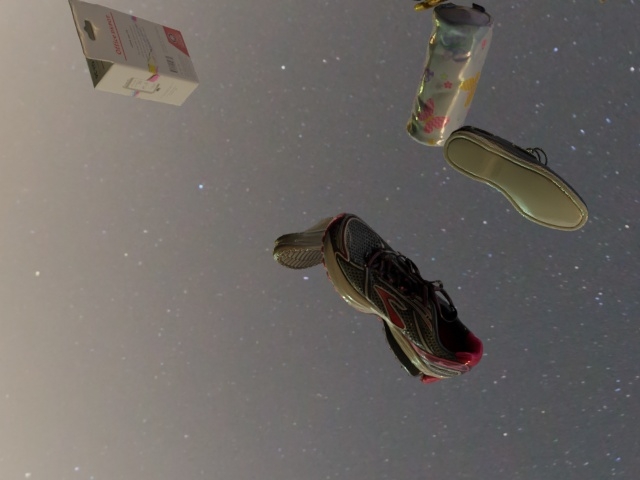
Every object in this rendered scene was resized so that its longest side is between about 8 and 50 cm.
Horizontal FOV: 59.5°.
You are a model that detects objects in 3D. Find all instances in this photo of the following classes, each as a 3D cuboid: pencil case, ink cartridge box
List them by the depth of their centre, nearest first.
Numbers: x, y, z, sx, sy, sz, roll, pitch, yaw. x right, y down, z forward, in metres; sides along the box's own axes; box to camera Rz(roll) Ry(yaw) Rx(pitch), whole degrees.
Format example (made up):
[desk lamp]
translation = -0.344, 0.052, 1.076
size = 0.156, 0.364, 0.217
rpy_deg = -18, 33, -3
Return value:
[ink cartridge box]
translation = -0.303, -0.293, 0.888
size = 0.067, 0.198, 0.115
rpy_deg = -34, -111, 35
[pencil case]
translation = 0.249, -0.324, 1.116
size = 0.124, 0.113, 0.273
rpy_deg = 31, -46, 27

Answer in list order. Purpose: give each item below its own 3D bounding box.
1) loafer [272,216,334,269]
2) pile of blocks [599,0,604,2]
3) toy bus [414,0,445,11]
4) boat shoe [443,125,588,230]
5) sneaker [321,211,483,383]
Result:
[loafer]
translation = 0.000, 0.000, 1.270
size = 0.102, 0.268, 0.092
rpy_deg = -44, -121, 43
[pile of blocks]
translation = 0.514, -0.614, 0.973
size = 0.148, 0.112, 0.363
rpy_deg = -5, -75, 16
[toy bus]
translation = 0.241, -0.549, 1.005
size = 0.211, 0.149, 0.220
rpy_deg = 15, -42, 52
[boat shoe]
translation = 0.324, -0.108, 0.922
size = 0.254, 0.079, 0.095
rpy_deg = 31, -46, 17
[sneaker]
translation = 0.123, 0.074, 0.830
size = 0.299, 0.121, 0.112
rpy_deg = 49, -37, -6
